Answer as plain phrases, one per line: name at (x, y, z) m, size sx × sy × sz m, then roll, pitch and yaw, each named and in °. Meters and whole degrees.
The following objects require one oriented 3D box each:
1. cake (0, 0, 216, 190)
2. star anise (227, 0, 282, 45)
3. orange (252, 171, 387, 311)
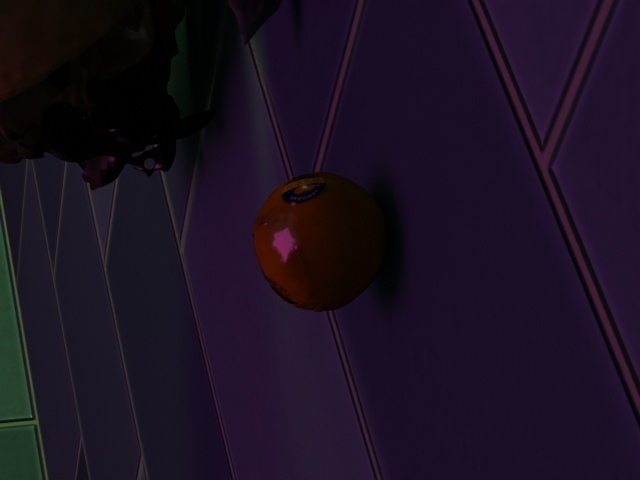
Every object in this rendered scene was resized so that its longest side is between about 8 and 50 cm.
cake at (-0.204, -0.190, 1.478) m, size 0.321 × 0.332 × 0.332 m, roll 52°, pitch -177°, yaw -31°
star anise at (-0.057, -0.246, 1.213) m, size 0.262 × 0.081 × 0.230 m, roll 158°, pitch 108°, yaw -84°
orange at (0.000, 0.001, 1.084) m, size 0.083 × 0.084 × 0.083 m, roll 176°, pitch 90°, yaw -74°
